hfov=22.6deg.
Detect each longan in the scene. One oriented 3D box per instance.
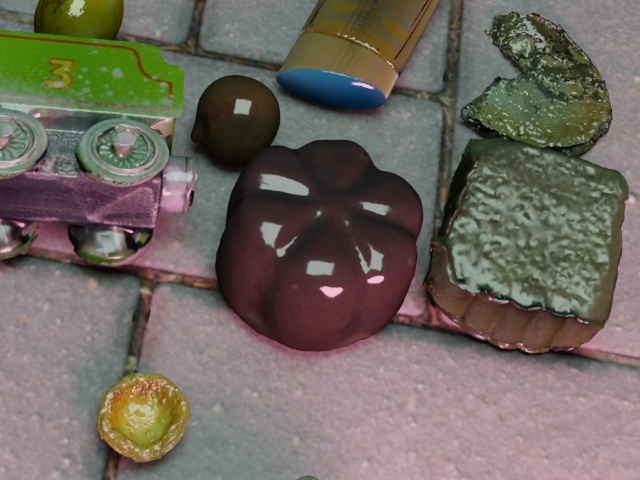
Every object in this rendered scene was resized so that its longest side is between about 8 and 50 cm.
[{"bbox_3d":[-0.103,-0.143,1.913,0.113,0.092,0.113,0,81,1],"label":"longan"}]

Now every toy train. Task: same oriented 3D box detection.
[{"bbox_3d":[-0.292,-0.109,1.816,0.307,0.173,0.249,5,49,-7],"label":"toy train"}]

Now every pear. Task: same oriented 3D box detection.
[{"bbox_3d":[-0.296,-0.269,1.946,0.107,0.107,0.131,31,70,9],"label":"pear"}]

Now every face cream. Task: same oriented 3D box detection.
[{"bbox_3d":[0.061,-0.280,2.042,0.139,0.067,0.285,23,56,8],"label":"face cream"}]

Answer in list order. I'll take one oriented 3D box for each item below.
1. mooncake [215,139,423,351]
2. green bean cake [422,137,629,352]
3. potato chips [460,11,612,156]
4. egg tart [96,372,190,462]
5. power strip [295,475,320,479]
[{"bbox_3d":[0.000,0.000,1.823,0.244,0.133,0.245,8,51,-10],"label":"mooncake"},{"bbox_3d":[0.236,0.007,1.863,0.222,0.125,0.227,18,59,-2],"label":"green bean cake"},{"bbox_3d":[0.277,-0.200,2.060,0.202,0.029,0.220,8,60,-6],"label":"potato chips"},{"bbox_3d":[-0.189,0.192,1.714,0.105,0.039,0.105,5,57,-7],"label":"egg tart"},{"bbox_3d":[-0.011,0.332,1.602,0.139,0.140,0.224,42,59,16],"label":"power strip"}]
